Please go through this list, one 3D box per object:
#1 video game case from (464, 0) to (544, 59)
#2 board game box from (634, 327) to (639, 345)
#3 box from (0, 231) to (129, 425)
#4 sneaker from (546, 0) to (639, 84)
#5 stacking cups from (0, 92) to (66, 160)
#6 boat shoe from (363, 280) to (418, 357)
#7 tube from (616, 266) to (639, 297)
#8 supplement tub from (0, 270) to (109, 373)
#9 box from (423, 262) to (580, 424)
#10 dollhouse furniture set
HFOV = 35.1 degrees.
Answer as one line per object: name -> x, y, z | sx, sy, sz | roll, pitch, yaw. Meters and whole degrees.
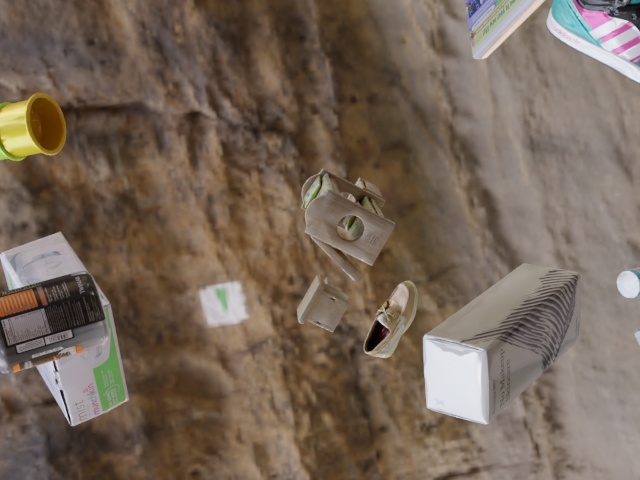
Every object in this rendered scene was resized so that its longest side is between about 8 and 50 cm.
video game case -> 0.220, -0.350, 1.239 | 0.212, 0.023, 0.193 | 138, 126, -73
board game box -> 0.581, 0.178, 1.198 | 0.086, 0.302, 0.308 | 28, -143, -49
box -> -0.468, 0.162, 1.847 | 0.231, 0.127, 0.262 | 44, 147, 39
sneaker -> 0.478, -0.339, 1.466 | 0.296, 0.124, 0.178 | 31, 143, 24
stacking cups -> -0.550, -0.158, 1.567 | 0.096, 0.316, 0.096 | -6, -90, -67
boat shoe -> 0.107, 0.123, 1.556 | 0.050, 0.045, 0.135 | 39, 115, 44
tube -> 0.657, 0.068, 1.953 | 0.080, 0.207, 0.052 | 46, 132, 38
supplement tub -> -0.410, 0.121, 1.453 | 0.117, 0.190, 0.117 | 164, 90, -71
box -> 0.248, 0.129, 1.346 | 0.275, 0.094, 0.113 | -30, -58, -46
dollhouse furniture set -> 0.000, 0.000, 1.267 | 0.161, 0.101, 0.182 | -61, 12, 13
